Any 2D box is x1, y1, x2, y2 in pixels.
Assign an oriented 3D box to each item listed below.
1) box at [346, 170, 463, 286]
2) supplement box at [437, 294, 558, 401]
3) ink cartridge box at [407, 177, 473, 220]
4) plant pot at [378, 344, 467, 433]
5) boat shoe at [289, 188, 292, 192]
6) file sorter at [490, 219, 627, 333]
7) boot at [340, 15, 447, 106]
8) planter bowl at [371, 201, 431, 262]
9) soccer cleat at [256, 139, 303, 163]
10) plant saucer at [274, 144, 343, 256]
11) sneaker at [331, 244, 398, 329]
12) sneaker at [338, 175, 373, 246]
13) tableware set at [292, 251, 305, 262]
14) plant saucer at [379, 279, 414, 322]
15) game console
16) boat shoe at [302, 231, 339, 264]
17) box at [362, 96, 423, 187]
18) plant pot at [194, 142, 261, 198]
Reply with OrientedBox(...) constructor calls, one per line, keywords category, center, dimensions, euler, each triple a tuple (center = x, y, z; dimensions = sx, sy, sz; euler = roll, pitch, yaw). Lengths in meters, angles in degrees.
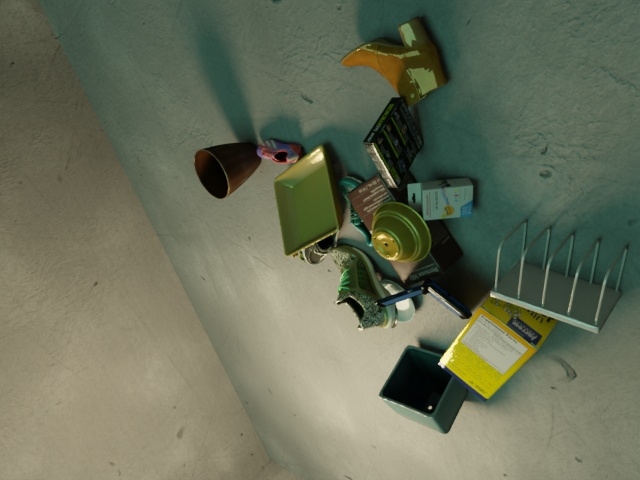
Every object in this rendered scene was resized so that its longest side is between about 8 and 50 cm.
OrientedBox(category="box", center=(0.273, -0.053, 1.646), dimensions=(0.381, 0.143, 0.191), euler=(55, 143, -3))
OrientedBox(category="supplement box", center=(0.556, 0.312, 1.572), dimensions=(0.194, 0.195, 0.356), euler=(39, 142, 20))
OrientedBox(category="ink cartridge box", center=(0.355, -0.121, 1.482), dimensions=(0.182, 0.061, 0.104), euler=(-5, 121, 7))
OrientedBox(category="plant pot", center=(0.424, 0.599, 1.919), dimensions=(0.247, 0.247, 0.252), euler=(8, 141, 45))
OrientedBox(category="boat shoe", center=(-0.108, -0.134, 2.073), dimensions=(0.072, 0.068, 0.189), euler=(22, 124, 53))
OrientedBox(category="file sorter", center=(0.629, 0.080, 1.315), dimensions=(0.278, 0.193, 0.172), euler=(20, 128, 37))
OrientedBox(category="boot", center=(0.202, -0.476, 1.417), dimensions=(0.295, 0.104, 0.211), euler=(-9, 111, 46))
OrientedBox(category="planter bowl", center=(0.226, -0.006, 1.546), dimensions=(0.217, 0.090, 0.217), euler=(28, 136, 32))
OrientedBox(category="soccer cleat", center=(-0.177, -0.342, 1.946), dimensions=(0.248, 0.095, 0.082), euler=(14, 125, 39))
OrientedBox(category="plant saucer", center=(-0.035, -0.138, 1.863), dimensions=(0.333, 0.081, 0.332), euler=(-27, 68, 47))
OrientedBox(category="sneaker", center=(0.125, 0.177, 1.906), dimensions=(0.410, 0.182, 0.158), euler=(55, 145, 34))
OrientedBox(category="sneaker", center=(0.147, -0.105, 1.766), dimensions=(0.275, 0.110, 0.107), euler=(57, 144, -2))
OrientedBox(category="tableware set", center=(-0.088, 0.036, 2.207), dimensions=(0.104, 0.024, 0.154), euler=(46, 143, 12))
OrientedBox(category="plant saucer", center=(0.291, 0.227, 1.929), dimensions=(0.195, 0.037, 0.194), euler=(29, 136, 32))
OrientedBox(category="game console", center=(0.339, 0.227, 1.644), dimensions=(0.250, 0.173, 0.293), euler=(39, -179, 15))
OrientedBox(category="boat shoe", center=(0.000, 0.000, 1.970), dimensions=(0.335, 0.121, 0.119), euler=(105, 162, -45))
OrientedBox(category="box", center=(0.215, -0.281, 1.438), dimensions=(0.045, 0.184, 0.190), euler=(16, 156, 42))
OrientedBox(category="plant pot", center=(-0.362, -0.314, 2.060), dimensions=(0.216, 0.230, 0.215), euler=(28, 136, 32))
